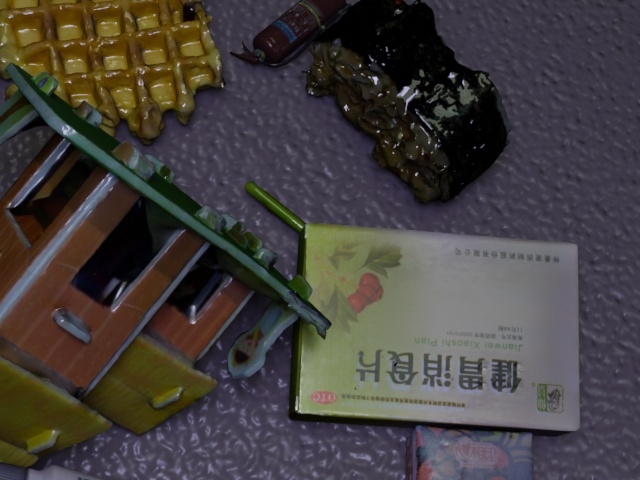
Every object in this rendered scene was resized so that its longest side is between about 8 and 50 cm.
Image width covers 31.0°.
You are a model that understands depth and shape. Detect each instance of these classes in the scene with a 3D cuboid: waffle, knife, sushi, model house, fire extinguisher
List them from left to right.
[{"bbox_3d":[-0.242,0.053,1.005,0.300,0.340,0.324,40,89,-33],"label":"model house"},{"bbox_3d":[-0.203,-0.234,1.166,0.283,0.065,0.309,32,70,8],"label":"waffle"},{"bbox_3d":[-0.029,-0.218,1.199,0.056,0.039,0.132,39,66,19],"label":"fire extinguisher"},{"bbox_3d":[0.000,0.000,1.116,0.184,0.022,0.026,38,86,7],"label":"knife"},{"bbox_3d":[0.084,-0.143,1.125,0.115,0.147,0.212,-35,80,-21],"label":"sushi"}]

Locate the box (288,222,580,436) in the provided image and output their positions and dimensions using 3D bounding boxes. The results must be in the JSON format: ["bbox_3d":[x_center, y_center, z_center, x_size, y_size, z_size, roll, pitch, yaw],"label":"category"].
[{"bbox_3d":[0.105,0.083,1.061,0.260,0.062,0.175,5,75,-8],"label":"box"}]

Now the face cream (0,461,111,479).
[{"bbox_3d":[-0.173,0.234,0.908,0.311,0.092,0.092,19,64,-16],"label":"face cream"}]

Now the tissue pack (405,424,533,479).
[{"bbox_3d":[0.130,0.241,1.009,0.108,0.060,0.148,6,66,-8],"label":"tissue pack"}]
